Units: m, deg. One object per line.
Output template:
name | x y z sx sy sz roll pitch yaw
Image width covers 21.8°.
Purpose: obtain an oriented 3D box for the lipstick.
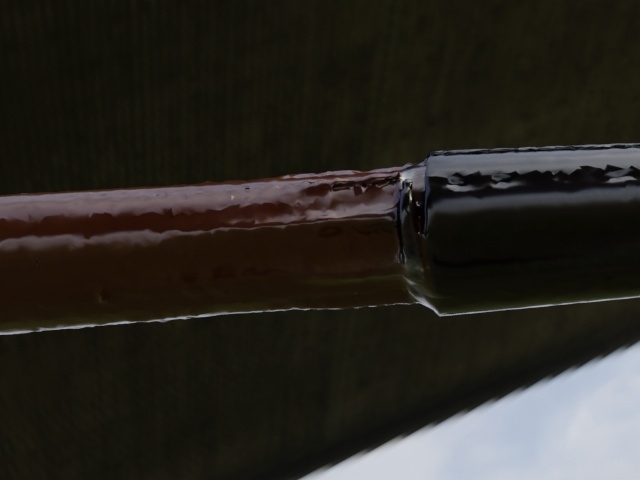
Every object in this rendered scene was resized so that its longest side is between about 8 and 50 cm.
lipstick | 0.000 0.000 0.767 0.418 0.077 0.077 -4 -30 12
